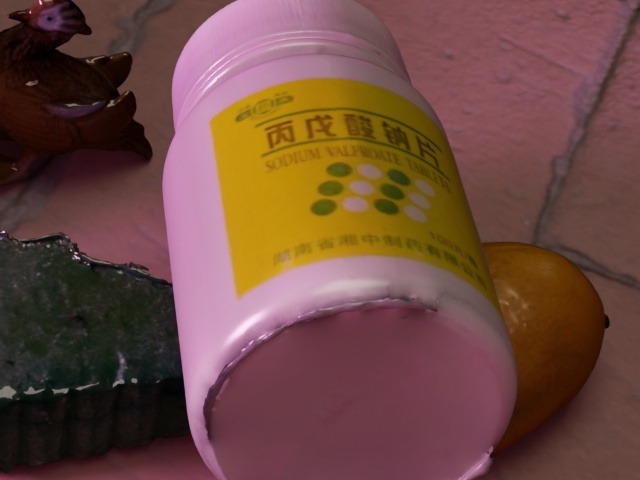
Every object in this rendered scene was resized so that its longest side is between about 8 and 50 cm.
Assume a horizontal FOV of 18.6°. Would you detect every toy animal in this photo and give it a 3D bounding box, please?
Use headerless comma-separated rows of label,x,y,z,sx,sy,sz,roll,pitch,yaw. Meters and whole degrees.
toy animal,-0.199,-0.121,1.557,0.188,0.179,0.089,15,45,-29

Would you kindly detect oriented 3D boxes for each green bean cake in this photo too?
green bean cake,-0.186,0.065,1.433,0.208,0.107,0.193,-9,49,-16

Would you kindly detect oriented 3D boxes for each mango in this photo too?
mango,0.112,0.085,1.452,0.227,0.109,0.147,-32,77,-26

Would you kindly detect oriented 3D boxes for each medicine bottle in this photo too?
medicine bottle,0.000,0.000,1.354,0.213,0.214,0.379,-2,38,-9
